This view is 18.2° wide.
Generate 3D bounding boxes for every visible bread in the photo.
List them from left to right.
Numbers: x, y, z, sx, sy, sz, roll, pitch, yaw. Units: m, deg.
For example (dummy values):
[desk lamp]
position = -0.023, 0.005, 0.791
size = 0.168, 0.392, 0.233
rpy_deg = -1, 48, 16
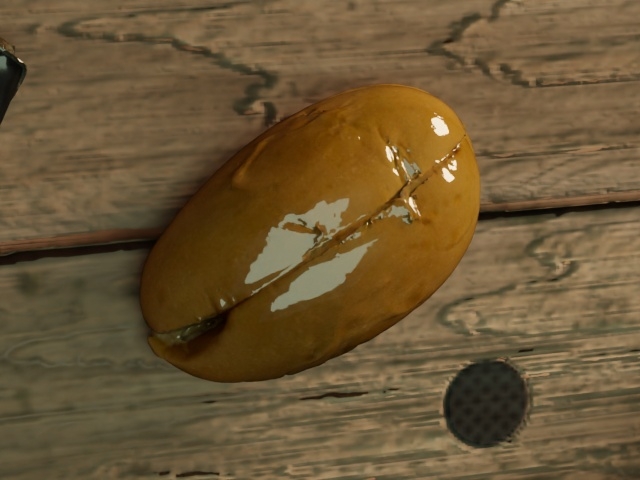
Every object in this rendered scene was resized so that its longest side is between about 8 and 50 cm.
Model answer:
[bread]
position = 0.000, 0.000, 0.963
size = 0.189, 0.077, 0.114
rpy_deg = -36, 112, -12

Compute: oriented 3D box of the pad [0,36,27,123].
[pad]
position = -0.254, -0.015, 0.908
size = 0.174, 0.022, 0.233
rpy_deg = 22, 94, -21
